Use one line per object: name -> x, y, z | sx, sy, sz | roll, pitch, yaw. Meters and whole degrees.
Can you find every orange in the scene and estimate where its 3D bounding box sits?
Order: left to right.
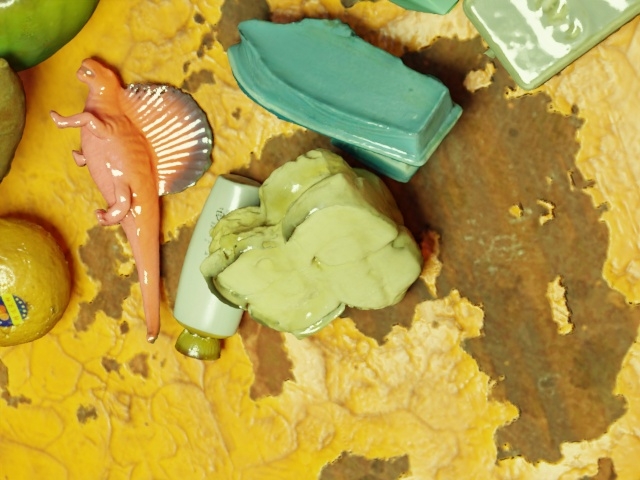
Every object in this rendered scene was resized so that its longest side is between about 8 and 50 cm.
orange -> -0.318, 0.038, 1.426 | 0.136, 0.117, 0.135 | -10, 130, -12

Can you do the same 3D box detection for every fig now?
fig -> -0.296, -0.248, 1.353 | 0.181, 0.181, 0.191 | 34, 136, 10

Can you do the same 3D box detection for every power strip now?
power strip -> 0.245, -0.235, 1.229 | 0.257, 0.070, 0.105 | -37, 86, 20

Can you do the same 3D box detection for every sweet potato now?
sweet potato -> -0.392, -0.049, 1.401 | 0.109, 0.109, 0.385 | 52, 127, 4

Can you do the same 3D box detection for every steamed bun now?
steamed bun -> 0.000, 0.000, 1.312 | 0.192, 0.106, 0.177 | 31, 125, -34

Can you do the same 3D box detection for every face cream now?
face cream -> -0.099, 0.027, 1.389 | 0.072, 0.051, 0.182 | 19, 103, 19

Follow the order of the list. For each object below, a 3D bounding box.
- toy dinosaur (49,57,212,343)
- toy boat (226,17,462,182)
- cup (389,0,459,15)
toy dinosaur -> -0.159, -0.055, 1.398 | 0.139, 0.070, 0.286 | -23, 88, -3
toy boat -> 0.012, -0.133, 1.314 | 0.238, 0.098, 0.109 | 27, 63, 20
cup -> 0.033, -0.292, 1.201 | 0.134, 0.236, 0.148 | 25, 90, 49
